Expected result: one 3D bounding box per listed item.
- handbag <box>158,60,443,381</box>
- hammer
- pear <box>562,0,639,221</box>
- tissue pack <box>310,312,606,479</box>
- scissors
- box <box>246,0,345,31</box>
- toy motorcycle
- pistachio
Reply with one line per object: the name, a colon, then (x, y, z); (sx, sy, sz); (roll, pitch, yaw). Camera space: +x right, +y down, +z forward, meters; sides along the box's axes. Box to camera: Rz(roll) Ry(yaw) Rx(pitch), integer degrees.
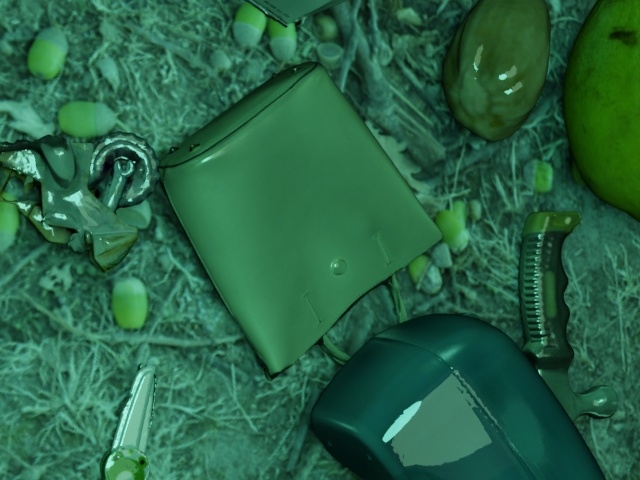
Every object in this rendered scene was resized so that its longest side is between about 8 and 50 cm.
handbag: (0.000, 0.000, 1.442); (0.241, 0.109, 0.315); (-39, 104, -21)
hammer: (0.240, 0.081, 1.571); (0.159, 0.041, 0.226); (3, 85, -25)
pear: (0.356, -0.144, 1.552); (0.212, 0.212, 0.269); (-23, 104, -24)
tissue pack: (0.149, 0.208, 1.430); (0.206, 0.198, 0.287); (-41, 104, -17)
scissors: (-0.183, 0.216, 1.381); (0.101, 0.027, 0.204); (17, 80, -23)
box: (-0.087, -0.354, 1.393); (0.333, 0.173, 0.145); (33, 74, -18)
toy motorcycle: (-0.257, -0.032, 1.337); (0.229, 0.094, 0.130); (-3, 90, -15)
pistachio: (0.191, -0.193, 1.541); (0.126, 0.108, 0.185); (34, 64, -42)
